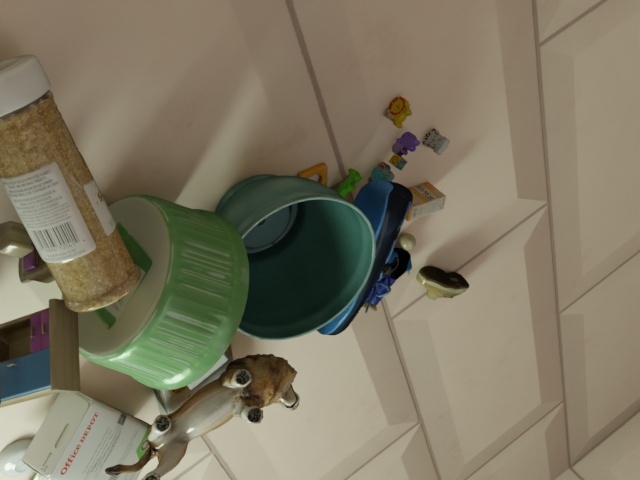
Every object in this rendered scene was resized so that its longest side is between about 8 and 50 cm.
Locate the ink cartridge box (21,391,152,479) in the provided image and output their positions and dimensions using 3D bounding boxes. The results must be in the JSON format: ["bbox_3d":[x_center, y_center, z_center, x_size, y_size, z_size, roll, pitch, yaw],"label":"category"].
[{"bbox_3d":[-0.423,0.383,1.824,0.160,0.093,0.219,-62,143,-12],"label":"ink cartridge box"}]

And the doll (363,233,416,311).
[{"bbox_3d":[0.147,0.066,2.124,0.129,0.046,0.189,19,111,-50],"label":"doll"}]

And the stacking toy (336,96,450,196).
[{"bbox_3d":[0.139,-0.156,1.912,0.221,0.052,0.167,-53,140,9],"label":"stacking toy"}]

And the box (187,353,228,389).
[{"bbox_3d":[-0.263,0.167,1.776,0.091,0.130,0.170,-39,141,-9],"label":"box"}]

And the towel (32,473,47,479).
[{"bbox_3d":[-0.520,0.541,1.961,0.248,0.038,0.325,19,108,-50],"label":"towel"}]

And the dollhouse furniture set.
[{"bbox_3d":[-0.526,0.108,1.390,0.198,0.286,0.303,-18,159,31],"label":"dollhouse furniture set"}]

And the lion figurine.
[{"bbox_3d":[-0.218,0.331,1.847,0.392,0.142,0.240,-24,-179,-9],"label":"lion figurine"}]

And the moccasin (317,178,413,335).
[{"bbox_3d":[0.094,0.046,1.908,0.117,0.138,0.342,0,127,-44],"label":"moccasin"}]

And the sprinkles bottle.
[{"bbox_3d":[-0.375,-0.074,1.361,0.121,0.121,0.355,-30,116,-19],"label":"sprinkles bottle"}]

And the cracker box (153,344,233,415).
[{"bbox_3d":[-0.249,0.290,1.951,0.156,0.067,0.232,-27,137,-23],"label":"cracker box"}]

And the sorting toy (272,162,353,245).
[{"bbox_3d":[0.000,0.000,1.930,0.196,0.047,0.347,-33,140,-15],"label":"sorting toy"}]

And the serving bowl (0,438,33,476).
[{"bbox_3d":[-0.556,0.408,1.812,0.083,0.027,0.083,-24,137,-24],"label":"serving bowl"}]

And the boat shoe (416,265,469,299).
[{"bbox_3d":[0.274,0.110,2.269,0.190,0.068,0.072,16,124,-49],"label":"boat shoe"}]

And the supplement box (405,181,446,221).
[{"bbox_3d":[0.203,-0.082,2.028,0.098,0.062,0.036,-19,134,-30],"label":"supplement box"}]

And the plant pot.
[{"bbox_3d":[-0.077,0.002,1.726,0.293,0.196,0.293,-16,130,-21],"label":"plant pot"}]

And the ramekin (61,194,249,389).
[{"bbox_3d":[-0.272,0.074,1.549,0.148,0.303,0.303,25,106,-46],"label":"ramekin"}]
